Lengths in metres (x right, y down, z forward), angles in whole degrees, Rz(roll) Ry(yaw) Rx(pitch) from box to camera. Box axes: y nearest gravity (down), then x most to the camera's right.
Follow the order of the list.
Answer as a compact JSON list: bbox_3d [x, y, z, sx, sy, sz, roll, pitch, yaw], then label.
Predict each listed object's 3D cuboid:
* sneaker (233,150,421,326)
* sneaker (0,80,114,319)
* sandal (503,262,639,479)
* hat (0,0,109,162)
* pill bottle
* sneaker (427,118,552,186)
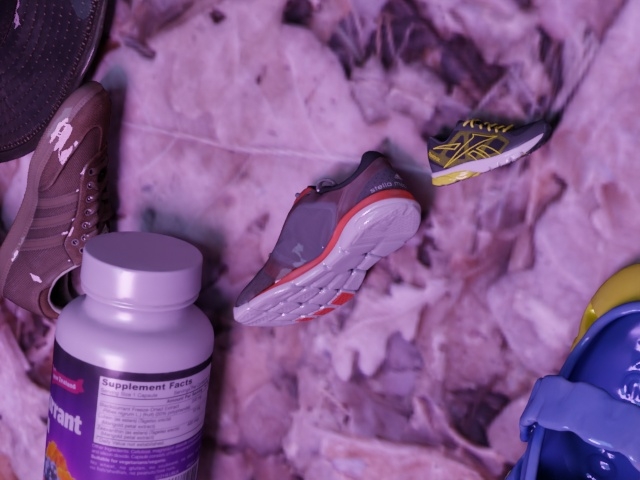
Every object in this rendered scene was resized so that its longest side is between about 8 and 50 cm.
[{"bbox_3d":[0.000,0.000,0.837,0.158,0.061,0.065,-38,56,30],"label":"sneaker"},{"bbox_3d":[-0.172,-0.025,0.921,0.071,0.066,0.188,30,121,1],"label":"sneaker"},{"bbox_3d":[0.141,0.168,0.745,0.126,0.138,0.317,21,113,21],"label":"sandal"},{"bbox_3d":[-0.307,-0.203,0.902,0.331,0.134,0.331,7,105,27],"label":"hat"},{"bbox_3d":[-0.130,0.097,0.892,0.108,0.108,0.193,17,110,24],"label":"pill bottle"},{"bbox_3d":[0.097,-0.058,0.772,0.083,0.031,0.035,-21,91,31],"label":"sneaker"}]
